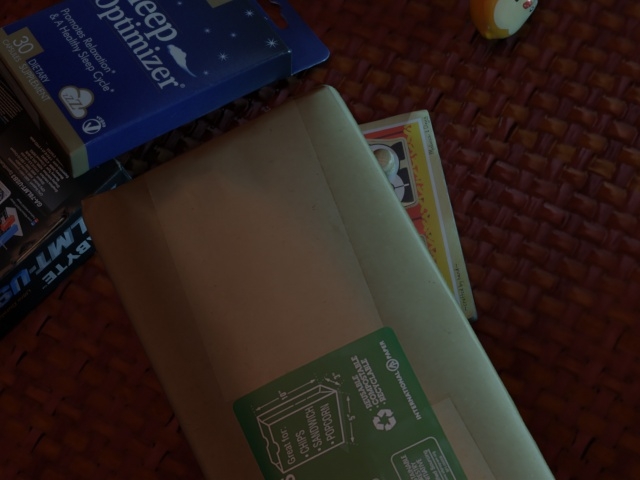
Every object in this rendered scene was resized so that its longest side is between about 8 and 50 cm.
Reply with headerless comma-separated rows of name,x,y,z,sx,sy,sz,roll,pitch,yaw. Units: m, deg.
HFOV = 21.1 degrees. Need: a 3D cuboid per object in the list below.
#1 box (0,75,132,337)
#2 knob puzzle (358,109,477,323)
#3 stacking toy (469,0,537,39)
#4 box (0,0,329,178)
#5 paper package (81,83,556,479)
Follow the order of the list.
box,-0.335,-0.035,1.321,0.293,0.073,0.295,-44,64,-5
knob puzzle,0.000,0.000,1.237,0.213,0.030,0.213,-6,67,13
stacking toy,0.176,-0.288,1.256,0.166,0.175,0.302,19,86,32
box,-0.120,-0.147,1.290,0.225,0.036,0.136,-27,59,-20
paper package,0.027,0.111,1.014,0.168,0.309,0.325,-28,71,2
